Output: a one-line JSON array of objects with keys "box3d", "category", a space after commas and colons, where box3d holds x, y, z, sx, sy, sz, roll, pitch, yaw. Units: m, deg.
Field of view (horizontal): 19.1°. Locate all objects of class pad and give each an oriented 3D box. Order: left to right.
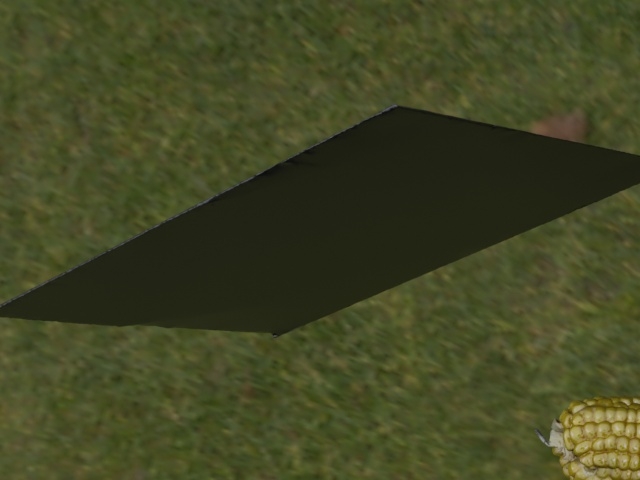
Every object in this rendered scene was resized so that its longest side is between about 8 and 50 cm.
[{"box3d": [0.000, 0.000, 1.167, 0.368, 0.248, 0.007, -26, 66, 42], "category": "pad"}]

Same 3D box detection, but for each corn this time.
[{"box3d": [0.355, 0.196, 1.756, 0.310, 0.101, 0.101, 4, 77, 1], "category": "corn"}]
